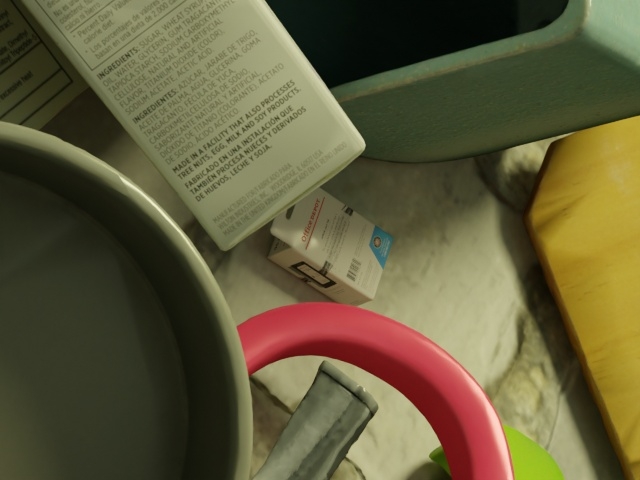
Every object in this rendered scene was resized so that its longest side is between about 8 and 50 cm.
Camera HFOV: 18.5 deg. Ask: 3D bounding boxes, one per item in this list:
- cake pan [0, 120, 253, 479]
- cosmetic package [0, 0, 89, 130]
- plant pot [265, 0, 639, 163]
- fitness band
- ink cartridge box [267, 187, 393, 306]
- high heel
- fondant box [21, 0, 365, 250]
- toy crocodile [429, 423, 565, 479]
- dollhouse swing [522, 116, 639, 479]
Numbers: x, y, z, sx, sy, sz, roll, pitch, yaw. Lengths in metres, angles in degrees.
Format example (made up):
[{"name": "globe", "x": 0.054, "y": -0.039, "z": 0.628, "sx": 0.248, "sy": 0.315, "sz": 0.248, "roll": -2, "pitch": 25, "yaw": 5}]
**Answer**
[{"name": "cake pan", "x": -0.178, "y": 0.089, "z": 0.901, "sx": 0.293, "sy": 0.054, "sz": 0.293, "roll": 0, "pitch": 92, "yaw": -18}, {"name": "cosmetic package", "x": -0.275, "y": -0.141, "z": 0.983, "sx": 0.153, "sy": 0.129, "sz": 0.296, "roll": -43, "pitch": 104, "yaw": -36}, {"name": "plant pot", "x": 0.119, "y": -0.176, "z": 1.229, "sx": 0.252, "sy": 0.247, "sz": 0.247, "roll": 20, "pitch": 64, "yaw": -49}, {"name": "fitness band", "x": -0.011, "y": 0.168, "z": 1.085, "sx": 0.209, "sy": 0.054, "sz": 0.291, "roll": 29, "pitch": 59, "yaw": 0}, {"name": "ink cartridge box", "x": 0.000, "y": 0.000, "z": 1.211, "sx": 0.083, "sy": 0.028, "sz": 0.048, "roll": 34, "pitch": 58, "yaw": -25}, {"name": "high heel", "x": -0.124, "y": 0.094, "z": 1.022, "sx": 0.261, "sy": 0.093, "sz": 0.186, "roll": 30, "pitch": 71, "yaw": 16}, {"name": "fondant box", "x": -0.128, "y": -0.180, "z": 1.000, "sx": 0.096, "sy": 0.238, "sz": 0.330, "roll": -35, "pitch": 118, "yaw": 2}, {"name": "toy crocodile", "x": 0.075, "y": 0.258, "z": 1.134, "sx": 0.105, "sy": 0.115, "sz": 0.340, "roll": 37, "pitch": 55, "yaw": -18}, {"name": "dollhouse swing", "x": 0.335, "y": 0.023, "z": 1.439, "sx": 0.315, "sy": 0.305, "sz": 0.346, "roll": -18, "pitch": 85, "yaw": -81}]
